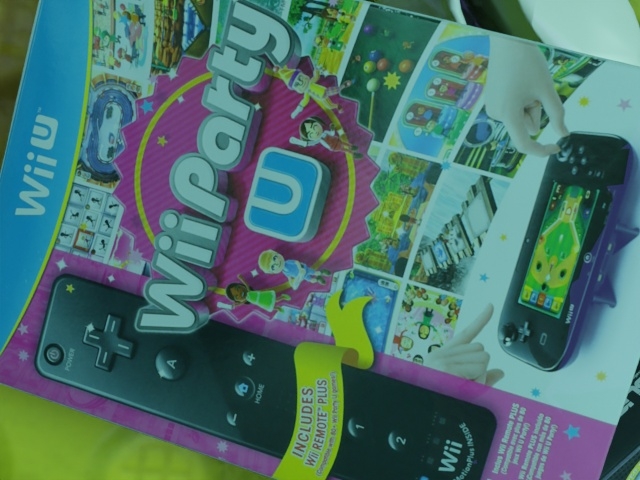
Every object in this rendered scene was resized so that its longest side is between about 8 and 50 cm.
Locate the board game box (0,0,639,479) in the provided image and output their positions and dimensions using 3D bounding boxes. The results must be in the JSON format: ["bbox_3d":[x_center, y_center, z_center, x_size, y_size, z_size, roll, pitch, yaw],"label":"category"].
[{"bbox_3d":[0.000,0.000,0.415,0.303,0.097,0.224,16,97,11],"label":"board game box"}]

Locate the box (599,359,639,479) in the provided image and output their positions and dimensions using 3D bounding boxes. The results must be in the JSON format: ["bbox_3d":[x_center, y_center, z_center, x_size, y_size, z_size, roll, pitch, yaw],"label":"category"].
[{"bbox_3d":[0.153,0.214,0.528,0.270,0.060,0.216,-40,127,-6],"label":"box"}]

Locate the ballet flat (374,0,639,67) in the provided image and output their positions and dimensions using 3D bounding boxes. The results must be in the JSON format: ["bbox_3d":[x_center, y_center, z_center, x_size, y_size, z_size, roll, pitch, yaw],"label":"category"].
[{"bbox_3d":[0.164,-0.050,0.497,0.139,0.139,0.400,-38,105,-6],"label":"ballet flat"}]
